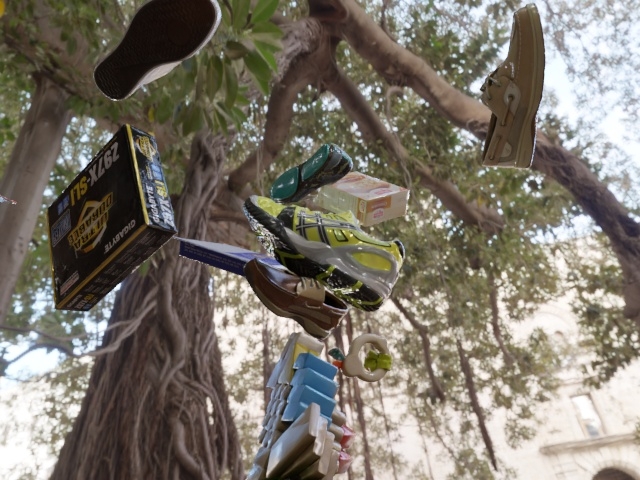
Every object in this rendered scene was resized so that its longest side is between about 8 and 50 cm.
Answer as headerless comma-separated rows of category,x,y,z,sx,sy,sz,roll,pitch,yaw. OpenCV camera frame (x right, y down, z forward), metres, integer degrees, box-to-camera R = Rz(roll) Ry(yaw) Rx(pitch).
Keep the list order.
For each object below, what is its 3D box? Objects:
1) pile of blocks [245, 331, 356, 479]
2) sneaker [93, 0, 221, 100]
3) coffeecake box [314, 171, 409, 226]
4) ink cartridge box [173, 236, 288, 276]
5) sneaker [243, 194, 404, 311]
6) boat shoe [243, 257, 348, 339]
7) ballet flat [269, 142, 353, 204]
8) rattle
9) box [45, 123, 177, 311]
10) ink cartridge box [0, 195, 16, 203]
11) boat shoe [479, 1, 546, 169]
pile of blocks,0.000,0.234,0.548,0.113,0.362,0.149,31,-61,-12
sneaker,-0.282,-0.362,0.881,0.290,0.123,0.105,-20,-62,29
coffeecake box,0.098,-0.106,1.212,0.142,0.186,0.068,-16,-60,-36
ink cartridge box,-0.252,0.061,1.465,0.304,0.072,0.307,16,4,22
sneaker,0.000,0.000,1.037,0.147,0.385,0.145,-49,-26,-21
boat shoe,-0.047,0.120,1.162,0.120,0.122,0.324,-40,-44,9
ballet flat,-0.015,-0.099,0.825,0.070,0.070,0.188,20,-24,-30
rattle,0.078,0.314,1.308,0.200,0.130,0.143,-10,7,-27
box,-0.442,-0.042,1.017,0.322,0.257,0.079,-35,-32,25
ink cartridge box,-0.344,-0.110,0.382,0.225,0.056,0.181,35,-16,-34
boat shoe,0.337,-0.260,0.885,0.098,0.109,0.302,1,-47,15
